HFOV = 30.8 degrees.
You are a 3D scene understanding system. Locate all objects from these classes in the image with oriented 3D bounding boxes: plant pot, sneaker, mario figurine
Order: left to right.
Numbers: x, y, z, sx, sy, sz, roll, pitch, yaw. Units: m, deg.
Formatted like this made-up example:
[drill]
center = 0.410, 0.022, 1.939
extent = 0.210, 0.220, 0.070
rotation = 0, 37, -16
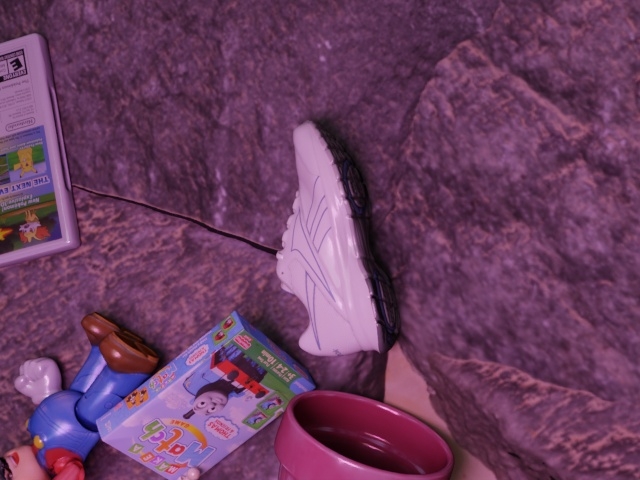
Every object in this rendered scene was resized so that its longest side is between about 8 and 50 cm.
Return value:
[mario figurine]
center = -0.341, 0.239, 1.413
extent = 0.170, 0.198, 0.320
rotation = 31, 87, 4
[sneaker]
center = 0.000, 0.000, 1.396
extent = 0.129, 0.111, 0.297
rotation = -16, 77, 18
[plant pot]
center = 0.029, 0.292, 1.310
extent = 0.201, 0.201, 0.180
rotation = 23, 105, 17

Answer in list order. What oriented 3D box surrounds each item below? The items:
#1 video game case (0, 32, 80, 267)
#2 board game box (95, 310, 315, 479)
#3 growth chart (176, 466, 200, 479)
[video game case]
center = -0.500, -0.097, 1.580
extent = 0.329, 0.036, 0.300
rotation = -14, 79, 12
[board game box]
center = -0.133, 0.193, 1.377
extent = 0.211, 0.160, 0.039
rotation = -38, 45, 8
[growth chart]
center = -0.164, 0.403, 1.366
extent = 0.172, 0.021, 0.237
rotation = -41, 51, 28
